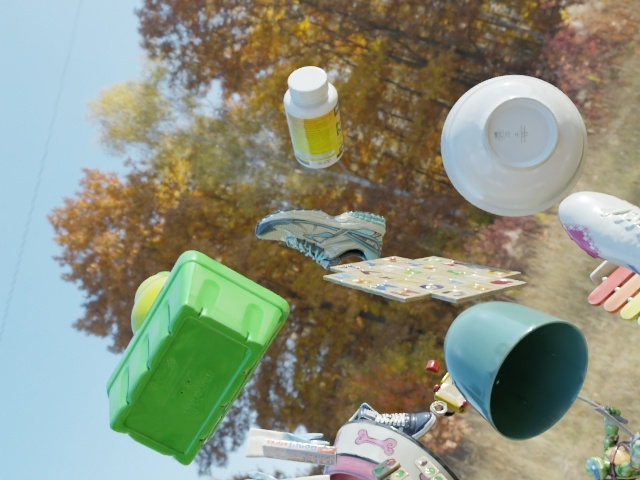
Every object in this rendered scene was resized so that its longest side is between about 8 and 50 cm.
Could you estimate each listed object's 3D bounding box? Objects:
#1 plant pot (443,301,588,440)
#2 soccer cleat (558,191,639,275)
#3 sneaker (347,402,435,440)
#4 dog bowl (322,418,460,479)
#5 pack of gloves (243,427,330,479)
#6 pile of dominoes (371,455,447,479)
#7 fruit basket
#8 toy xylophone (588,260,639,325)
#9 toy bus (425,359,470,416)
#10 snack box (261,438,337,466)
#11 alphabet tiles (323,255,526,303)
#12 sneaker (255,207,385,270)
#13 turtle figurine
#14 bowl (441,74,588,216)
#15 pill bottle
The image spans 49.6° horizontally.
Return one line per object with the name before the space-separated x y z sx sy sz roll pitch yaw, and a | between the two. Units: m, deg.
plant pot | 0.429 0.275 1.619 0.292 0.235 0.293 -11 -67 -26
soccer cleat | 0.519 0.004 1.065 0.116 0.331 0.143 -40 -31 -13
sneaker | 0.221 0.588 2.251 0.282 0.153 0.099 -28 11 17
dog bowl | 0.182 0.679 1.868 0.150 0.407 0.408 -47 -25 -38
pack of gloves | -0.087 0.605 1.839 0.046 0.231 0.195 86 -172 -50
pile of dominoes | 0.177 0.521 1.334 0.195 0.251 0.040 -28 -60 -14
fruit basket | -0.263 0.202 1.398 0.392 0.282 0.392 -57 11 17
toy xylophone | 0.789 0.114 1.609 0.236 0.081 0.322 -48 27 1
toy bus | 0.376 0.425 1.909 0.191 0.202 0.104 -103 11 -51
snack box | -0.049 0.507 1.657 0.064 0.178 0.022 89 -171 -46
alphabet tiles | 0.184 0.065 1.268 0.285 0.342 0.011 -7 -79 -34
sneaker | 0.000 0.000 1.488 0.110 0.282 0.122 96 175 -78
turtle figurine | 0.728 0.434 1.589 0.198 0.266 0.275 89 171 -68
bowl | 0.391 -0.201 1.379 0.134 0.297 0.298 25 -94 -81
pill bottle | -0.014 -0.269 1.520 0.117 0.117 0.215 -60 -24 -31
